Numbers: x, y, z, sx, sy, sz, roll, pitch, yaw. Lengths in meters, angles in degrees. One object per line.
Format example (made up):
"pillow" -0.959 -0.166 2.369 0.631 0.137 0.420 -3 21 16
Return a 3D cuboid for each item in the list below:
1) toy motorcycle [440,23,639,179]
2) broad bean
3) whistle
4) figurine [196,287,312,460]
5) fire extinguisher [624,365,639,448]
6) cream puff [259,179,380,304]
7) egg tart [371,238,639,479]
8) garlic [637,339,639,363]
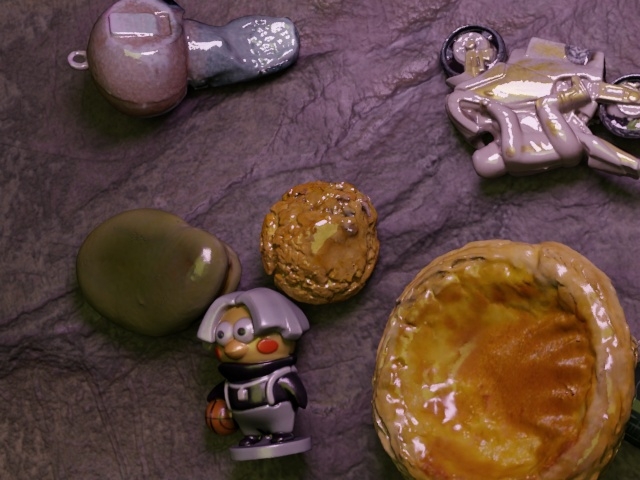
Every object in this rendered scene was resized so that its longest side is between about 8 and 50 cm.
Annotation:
"toy motorcycle" 0.303 -0.176 1.540 0.341 0.108 0.223 20 77 22
"broad bean" -0.244 0.048 1.639 0.263 0.121 0.189 8 87 29
"whistle" -0.205 -0.276 1.669 0.348 0.189 0.189 -5 79 -10
"figurine" -0.095 0.187 1.565 0.176 0.133 0.236 -9 85 28
"fire extinguisher" 0.452 0.233 1.453 0.311 0.095 0.114 29 60 14
"cream puff" 0.000 0.000 1.573 0.189 0.129 0.189 -1 84 12
"egg tart" 0.243 0.185 1.434 0.388 0.169 0.387 -15 66 36
"garlic" 0.495 0.111 1.453 0.194 0.127 0.131 -19 81 27
